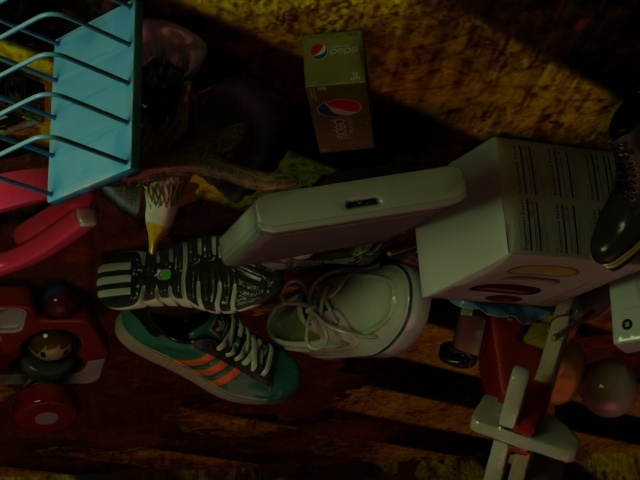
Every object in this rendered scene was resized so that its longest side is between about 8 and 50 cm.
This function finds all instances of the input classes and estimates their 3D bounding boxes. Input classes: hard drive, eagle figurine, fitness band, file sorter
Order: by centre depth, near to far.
[{"bbox_3d":[-0.238,-0.139,1.411,0.118,0.170,0.104,-18,153,38],"label":"file sorter"},{"bbox_3d":[-0.154,-0.096,1.603,0.226,0.225,0.298,41,-173,-8],"label":"eagle figurine"},{"bbox_3d":[0.015,-0.024,1.845,0.233,0.047,0.353,-9,176,-11],"label":"hard drive"},{"bbox_3d":[-0.396,-0.012,1.877,0.209,0.054,0.291,-4,161,-44],"label":"fitness band"}]

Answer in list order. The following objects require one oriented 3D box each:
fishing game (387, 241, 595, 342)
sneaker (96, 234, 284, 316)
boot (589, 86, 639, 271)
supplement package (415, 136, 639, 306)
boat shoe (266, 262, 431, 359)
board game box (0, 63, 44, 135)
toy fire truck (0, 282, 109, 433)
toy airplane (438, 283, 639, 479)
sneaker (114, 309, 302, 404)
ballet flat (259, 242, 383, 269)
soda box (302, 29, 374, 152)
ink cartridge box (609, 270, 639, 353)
[{"bbox_3d":[0.217,0.068,2.041,0.264,0.041,0.189,26,-156,23],"label":"fishing game"},{"bbox_3d":[-0.156,0.056,2.165,0.281,0.106,0.162,0,170,24],"label":"sneaker"},{"bbox_3d":[0.339,-0.073,1.753,0.077,0.198,0.137,31,-176,41],"label":"boot"},{"bbox_3d":[0.251,-0.017,1.906,0.203,0.149,0.194,5,160,-27],"label":"supplement package"},{"bbox_3d":[0.017,0.101,2.290,0.156,0.136,0.367,9,168,-25],"label":"boat shoe"},{"bbox_3d":[-0.388,-0.139,1.575,0.170,0.048,0.141,-14,157,31],"label":"board game box"},{"bbox_3d":[-0.462,0.154,2.321,0.302,0.169,0.254,2,143,-18],"label":"toy fire truck"},{"bbox_3d":[0.330,0.206,2.234,0.272,0.384,0.386,9,159,-7],"label":"toy airplane"},{"bbox_3d":[-0.155,0.156,2.345,0.302,0.108,0.121,22,145,-14],"label":"sneaker"},{"bbox_3d":[0.000,0.000,2.057,0.188,0.070,0.070,-5,165,-27],"label":"ballet flat"},{"bbox_3d":[0.020,-0.150,1.600,0.061,0.058,0.181,-5,162,3],"label":"soda box"},{"bbox_3d":[0.462,0.013,1.917,0.224,0.223,0.045,-14,154,28],"label":"ink cartridge box"}]
